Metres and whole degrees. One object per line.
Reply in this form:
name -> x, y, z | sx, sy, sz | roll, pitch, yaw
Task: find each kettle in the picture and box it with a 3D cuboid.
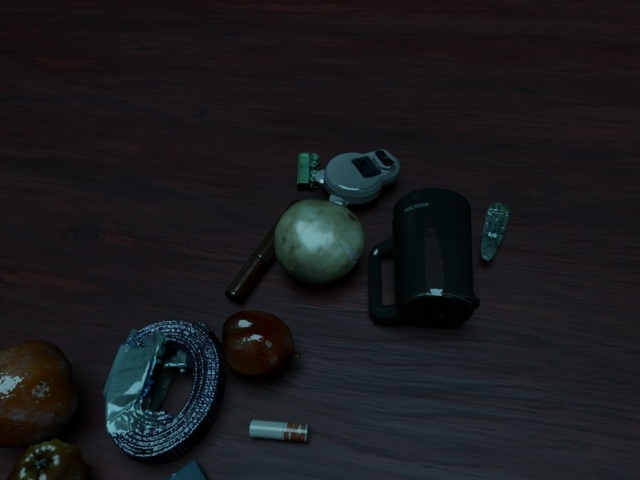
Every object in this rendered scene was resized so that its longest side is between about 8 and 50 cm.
kettle -> 0.252, 0.046, 1.308 | 0.263, 0.203, 0.307 | 3, 56, 6

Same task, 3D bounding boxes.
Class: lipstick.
lipstick -> -0.146, 0.023, 1.453 | 0.057, 0.057, 0.356 | 21, 58, 20
lipstick -> -0.091, 0.424, 1.156 | 0.131, 0.038, 0.038 | 2, 53, 8

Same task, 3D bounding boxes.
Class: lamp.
lamp -> 0.119, -0.185, 1.549 | 0.246, 0.107, 0.179 | -22, 58, -12

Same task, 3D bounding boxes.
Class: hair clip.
hair clip -> 0.475, -0.020, 1.430 | 0.066, 0.036, 0.229 | 18, 51, 13

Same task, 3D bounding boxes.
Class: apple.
apple -> -0.568, 0.496, 1.079 | 0.156, 0.158, 0.146 | 12, 57, 10

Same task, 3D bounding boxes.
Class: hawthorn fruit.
hawthorn fruit -> -0.656, 0.345, 1.136 | 0.235, 0.263, 0.231 | -39, 89, 22
hawthorn fruit -> -0.140, 0.245, 1.222 | 0.188, 0.169, 0.168 | 6, 53, -8

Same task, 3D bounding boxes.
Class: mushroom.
mushroom -> 0.000, 0.000, 1.375 | 0.255, 0.184, 0.254 | -2, 50, 3

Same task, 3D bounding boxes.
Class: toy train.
toy train -> -0.038, -0.217, 1.635 | 0.071, 0.038, 0.147 | -4, 53, 6

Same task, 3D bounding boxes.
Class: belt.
belt -> -0.358, 0.343, 1.199 | 0.261, 0.122, 0.324 | 8, 57, 4

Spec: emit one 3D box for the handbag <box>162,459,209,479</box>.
handbag -> -0.317, 0.571, 1.062 | 0.221, 0.057, 0.144 | -32, 52, -17
